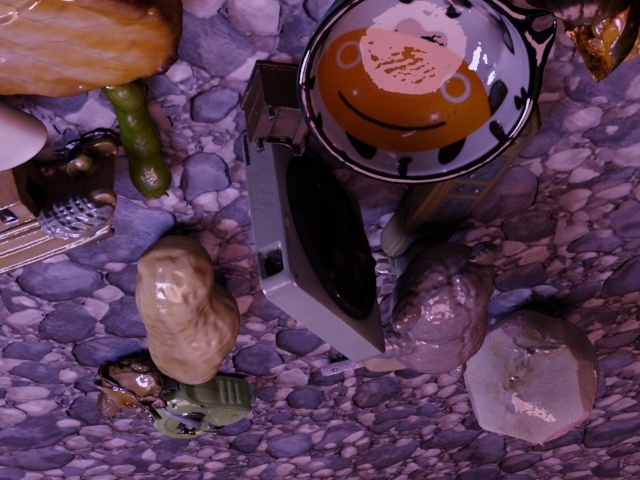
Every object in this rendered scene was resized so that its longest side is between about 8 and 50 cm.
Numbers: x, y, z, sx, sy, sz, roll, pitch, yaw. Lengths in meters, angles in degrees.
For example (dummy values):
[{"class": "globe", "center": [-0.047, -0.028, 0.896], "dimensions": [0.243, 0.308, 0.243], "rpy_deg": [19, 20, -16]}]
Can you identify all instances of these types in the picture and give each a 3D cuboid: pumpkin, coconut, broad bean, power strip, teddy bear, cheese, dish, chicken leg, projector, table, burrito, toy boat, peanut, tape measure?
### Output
[{"class": "pumpkin", "center": [0.306, -0.271, 1.328], "dimensions": [0.107, 0.119, 0.183], "rpy_deg": [-36, 139, 17]}, {"class": "coconut", "center": [0.358, 0.233, 1.980], "dimensions": [0.227, 0.227, 0.230], "rpy_deg": [-25, -177, 21]}, {"class": "broad bean", "center": [-0.228, -0.134, 1.456], "dimensions": [0.052, 0.053, 0.256], "rpy_deg": [13, 150, 15]}, {"class": "power strip", "center": [0.198, -0.090, 1.621], "dimensions": [0.092, 0.066, 0.387], "rpy_deg": [3, 145, -23]}, {"class": "teddy bear", "center": [0.168, 0.099, 1.712], "dimensions": [0.236, 0.151, 0.267], "rpy_deg": [-38, 150, -13]}, {"class": "cheese", "center": [0.094, 0.209, 2.069], "dimensions": [0.192, 0.037, 0.097], "rpy_deg": [-15, 145, 7]}, {"class": "dish", "center": [0.111, -0.208, 1.335], "dimensions": [0.303, 0.120, 0.303], "rpy_deg": [0, 130, -1]}, {"class": "chicken leg", "center": [-0.335, 0.257, 1.984], "dimensions": [0.196, 0.080, 0.125], "rpy_deg": [-13, 114, 43]}, {"class": "projector", "center": [0.000, 0.000, 1.528], "dimensions": [0.079, 0.257, 0.259], "rpy_deg": [-22, 145, 20]}, {"class": "table", "center": [-0.051, -0.159, 1.433], "dimensions": [0.070, 0.082, 0.083], "rpy_deg": [3, 144, -19]}, {"class": "burrito", "center": [0.156, 0.040, 1.832], "dimensions": [0.185, 0.041, 0.045], "rpy_deg": [7, -175, -25]}, {"class": "toy boat", "center": [-0.456, -0.017, 1.503], "dimensions": [0.445, 0.136, 0.162], "rpy_deg": [-19, 141, 15]}, {"class": "peanut", "center": [-0.197, 0.103, 1.755], "dimensions": [0.147, 0.148, 0.319], "rpy_deg": [-8, 142, -3]}, {"class": "tape measure", "center": [-0.228, 0.294, 2.071], "dimensions": [0.177, 0.088, 0.154], "rpy_deg": [14, 140, -29]}]

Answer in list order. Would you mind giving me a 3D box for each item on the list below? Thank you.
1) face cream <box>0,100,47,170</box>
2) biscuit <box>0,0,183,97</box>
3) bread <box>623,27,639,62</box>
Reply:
[{"class": "face cream", "center": [-0.491, -0.165, 1.292], "dimensions": [0.173, 0.081, 0.348], "rpy_deg": [-7, 156, 43]}, {"class": "biscuit", "center": [-0.287, -0.236, 1.197], "dimensions": [0.296, 0.102, 0.296], "rpy_deg": [-6, 166, -2]}, {"class": "bread", "center": [0.366, -0.253, 1.435], "dimensions": [0.083, 0.046, 0.081], "rpy_deg": [22, 130, -37]}]
